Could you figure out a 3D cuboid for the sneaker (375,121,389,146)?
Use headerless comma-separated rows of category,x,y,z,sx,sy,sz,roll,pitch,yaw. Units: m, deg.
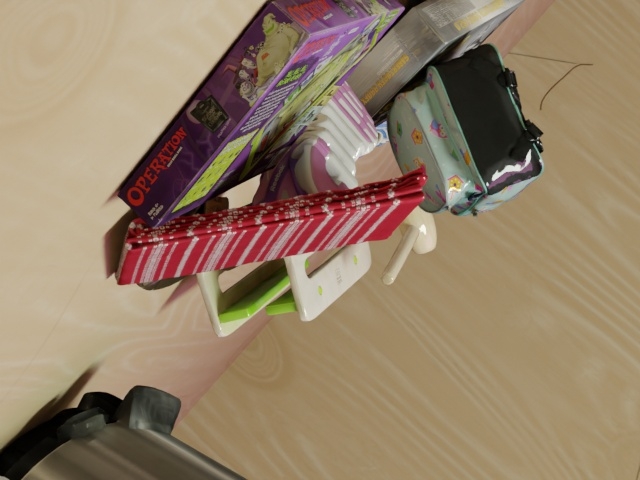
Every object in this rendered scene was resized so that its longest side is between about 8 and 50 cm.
sneaker,0.078,-0.161,2.300,0.081,0.080,0.211,-42,166,2

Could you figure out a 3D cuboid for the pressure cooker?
pressure cooker,-0.220,0.385,2.015,0.370,0.420,0.375,-38,137,-35

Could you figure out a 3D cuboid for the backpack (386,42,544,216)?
backpack,0.156,-0.107,2.004,0.144,0.166,0.188,-25,171,-4

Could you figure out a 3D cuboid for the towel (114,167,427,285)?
towel,-0.048,-0.009,1.653,0.275,0.031,0.199,-10,170,-11

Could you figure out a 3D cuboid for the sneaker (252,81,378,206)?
sneaker,-0.012,-0.086,1.838,0.104,0.095,0.236,-31,-159,27

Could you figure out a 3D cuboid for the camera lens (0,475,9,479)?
camera lens,-0.341,0.333,1.489,0.219,0.219,0.274,-43,173,-49

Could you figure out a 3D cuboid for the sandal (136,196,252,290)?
sandal,-0.118,-0.007,1.827,0.219,0.060,0.090,-22,151,-47

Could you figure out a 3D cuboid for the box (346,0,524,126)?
box,0.117,-0.212,2.054,0.183,0.056,0.231,-43,175,35

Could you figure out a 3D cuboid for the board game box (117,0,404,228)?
board game box,-0.041,-0.126,1.571,0.208,0.056,0.347,-45,177,17

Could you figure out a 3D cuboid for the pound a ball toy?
pound a ball toy,0.000,0.000,2.255,0.208,0.136,0.319,-11,-169,22
